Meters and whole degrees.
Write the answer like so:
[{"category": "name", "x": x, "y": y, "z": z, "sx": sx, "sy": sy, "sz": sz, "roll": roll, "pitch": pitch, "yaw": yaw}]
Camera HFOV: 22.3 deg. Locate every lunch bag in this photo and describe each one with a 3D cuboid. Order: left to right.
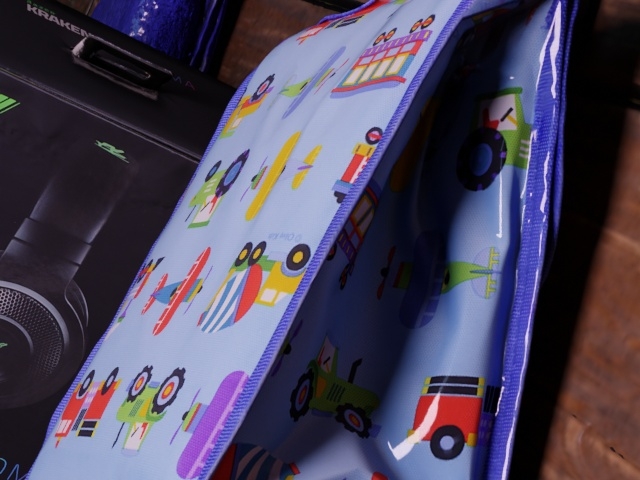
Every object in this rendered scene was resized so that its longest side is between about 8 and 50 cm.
[{"category": "lunch bag", "x": 0.000, "y": 0.000, "z": 0.714, "sx": 0.221, "sy": 0.138, "sz": 0.293, "roll": -9, "pitch": 61, "yaw": 64}]

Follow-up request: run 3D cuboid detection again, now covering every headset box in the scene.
[{"category": "headset box", "x": -0.180, "y": -0.006, "z": 0.966, "sx": 0.283, "sy": 0.246, "sz": 0.131, "roll": -54, "pitch": 26, "yaw": 22}]

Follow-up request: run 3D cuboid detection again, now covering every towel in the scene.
[{"category": "towel", "x": -0.118, "y": -0.168, "z": 1.210, "sx": 0.308, "sy": 0.076, "sz": 0.227, "roll": -68, "pitch": 17, "yaw": -4}]

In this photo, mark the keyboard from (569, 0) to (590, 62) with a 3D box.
[{"category": "keyboard", "x": 0.129, "y": -0.170, "z": 0.748, "sx": 0.201, "sy": 0.033, "sz": 0.317, "roll": -3, "pitch": 66, "yaw": 64}]
